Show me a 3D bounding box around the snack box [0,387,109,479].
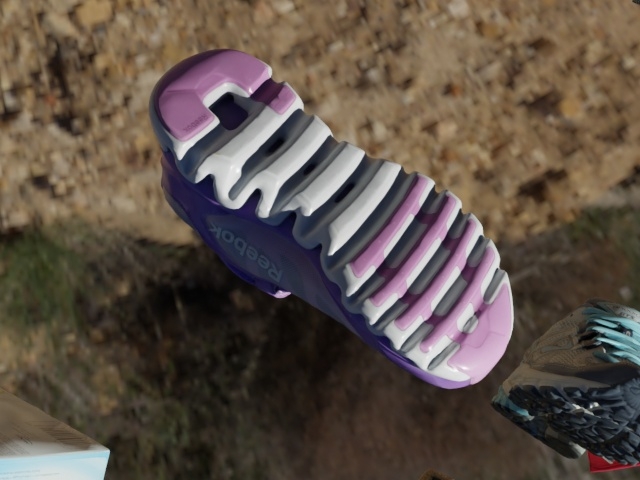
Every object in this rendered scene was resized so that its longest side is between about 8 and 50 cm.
[{"bbox_3d":[-0.331,0.121,1.320,0.187,0.322,0.060,4,105,-53],"label":"snack box"}]

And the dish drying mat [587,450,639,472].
[{"bbox_3d":[0.261,0.173,1.520,0.083,0.032,0.008,-15,159,34],"label":"dish drying mat"}]

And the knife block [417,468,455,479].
[{"bbox_3d":[0.060,0.342,1.438,0.242,0.088,0.275,-24,99,37],"label":"knife block"}]

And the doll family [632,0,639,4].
[{"bbox_3d":[0.234,-0.215,1.202,0.193,0.076,0.111,14,88,-59],"label":"doll family"}]

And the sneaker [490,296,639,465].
[{"bbox_3d":[0.211,0.097,1.427,0.110,0.283,0.122,32,82,-6],"label":"sneaker"}]

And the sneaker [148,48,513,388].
[{"bbox_3d":[0.000,0.000,1.000,0.095,0.236,0.104,-44,168,-34],"label":"sneaker"}]
